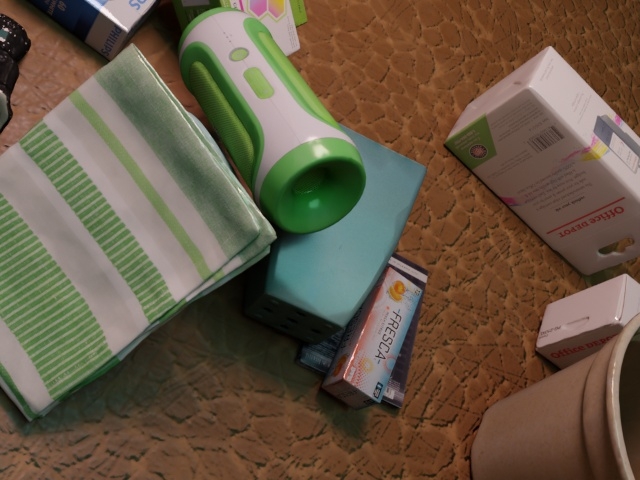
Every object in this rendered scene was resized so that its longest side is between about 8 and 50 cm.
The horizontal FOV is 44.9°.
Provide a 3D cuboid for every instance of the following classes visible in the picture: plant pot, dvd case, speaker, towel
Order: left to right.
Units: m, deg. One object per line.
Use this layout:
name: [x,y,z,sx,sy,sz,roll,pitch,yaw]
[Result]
towel: [-0.239,0.001,0.782,0.248,0.325,0.038,52,7,-1]
speaker: [-0.064,-0.145,0.883,0.131,0.131,0.296,-3,44,-34]
plant pot: [0.000,0.000,0.986,0.166,0.166,0.234,25,65,-11]
dvd case: [0.063,0.101,1.077,0.165,0.018,0.221,28,57,-18]
plant pot: [0.375,0.285,1.014,0.334,0.305,0.333,14,62,-28]

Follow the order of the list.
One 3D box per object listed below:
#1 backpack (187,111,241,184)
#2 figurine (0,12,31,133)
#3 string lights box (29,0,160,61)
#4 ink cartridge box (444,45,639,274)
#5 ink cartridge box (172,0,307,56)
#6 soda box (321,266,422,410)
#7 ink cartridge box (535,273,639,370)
backpack: [-0.175,-0.055,0.884,0.144,0.188,0.165,-29,85,-38]
figurine: [-0.421,-0.228,0.835,0.215,0.092,0.209,34,28,-30]
string lights box: [-0.334,-0.367,0.993,0.260,0.077,0.133,36,54,-15]
ink cartridge box: [0.409,-0.119,1.280,0.353,0.207,0.119,42,54,-11]
ink cartridge box: [-0.083,-0.357,1.087,0.255,0.097,0.188,-40,127,-39]
soda box: [0.070,0.127,1.021,0.063,0.058,0.183,36,56,-13]
ink cartridge box: [0.488,0.176,1.221,0.237,0.172,0.100,36,54,-15]
